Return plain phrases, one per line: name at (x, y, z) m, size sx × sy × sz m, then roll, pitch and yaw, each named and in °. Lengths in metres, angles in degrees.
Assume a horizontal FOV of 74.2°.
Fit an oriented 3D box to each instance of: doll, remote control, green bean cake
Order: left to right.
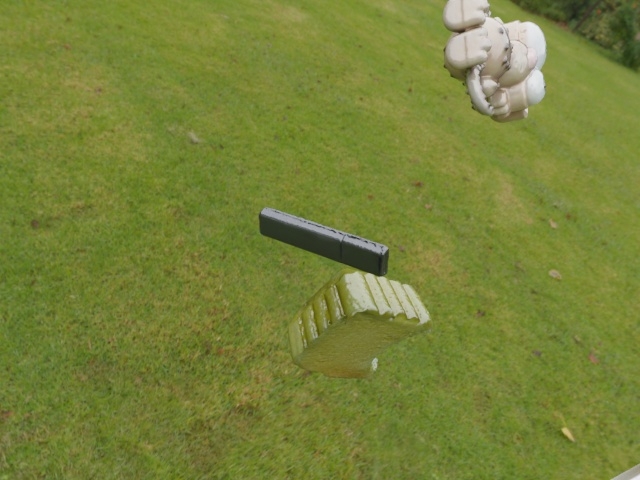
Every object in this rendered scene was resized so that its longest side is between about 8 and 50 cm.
remote control at (0.000, 0.000, 0.714) m, size 0.245 × 0.063 × 0.025 m, roll 18°, pitch 40°, yaw 26°
green bean cake at (0.077, 0.173, 0.867) m, size 0.233 × 0.236 × 0.124 m, roll 21°, pitch 36°, yaw -34°
doll at (0.245, -0.249, 0.600) m, size 0.278 × 0.119 × 0.154 m, roll -20°, pitch 103°, yaw -53°

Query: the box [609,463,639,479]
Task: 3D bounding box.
box at (0.511, 0.354, 0.564) m, size 0.135 × 0.199 × 0.081 m, roll 60°, pitch 11°, yaw 32°
